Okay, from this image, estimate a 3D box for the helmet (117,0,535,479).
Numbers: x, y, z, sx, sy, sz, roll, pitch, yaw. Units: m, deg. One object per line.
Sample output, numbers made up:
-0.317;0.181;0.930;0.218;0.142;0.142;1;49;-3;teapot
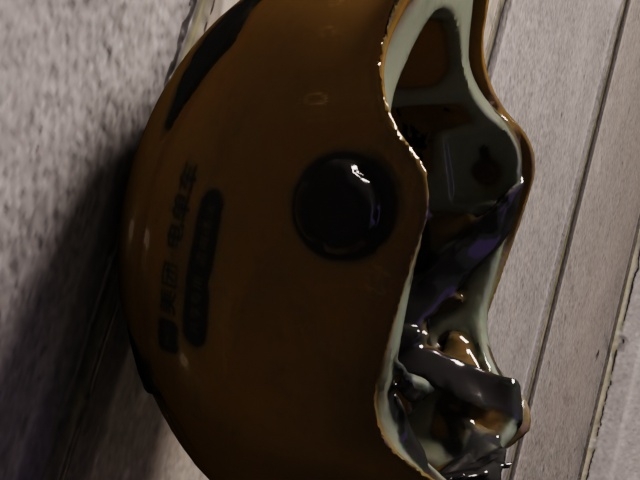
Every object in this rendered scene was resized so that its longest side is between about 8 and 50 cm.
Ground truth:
0.000;0.000;0.644;0.198;0.130;0.224;-27;115;-75;helmet
